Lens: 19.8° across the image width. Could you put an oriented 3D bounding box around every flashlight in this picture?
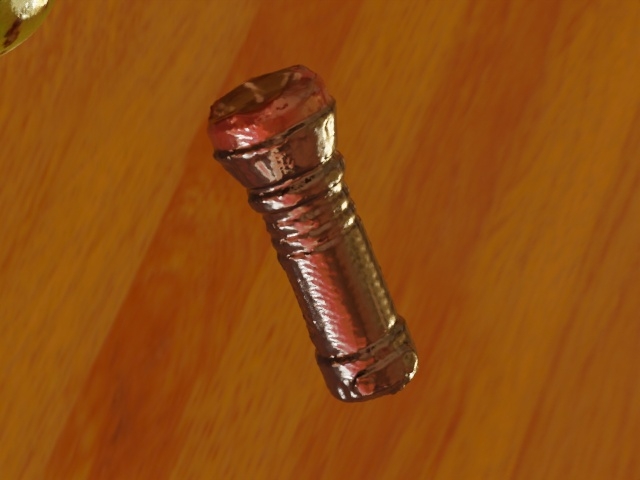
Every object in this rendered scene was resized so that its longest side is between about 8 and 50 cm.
[{"bbox_3d":[0.000,0.000,1.258,0.093,0.093,0.232,-30,112,-21],"label":"flashlight"}]

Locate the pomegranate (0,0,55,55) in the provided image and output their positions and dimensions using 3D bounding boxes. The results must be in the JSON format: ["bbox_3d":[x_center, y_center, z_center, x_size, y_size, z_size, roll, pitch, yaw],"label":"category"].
[{"bbox_3d":[-0.245,-0.216,1.299,0.156,0.220,0.156,29,37,-25],"label":"pomegranate"}]
